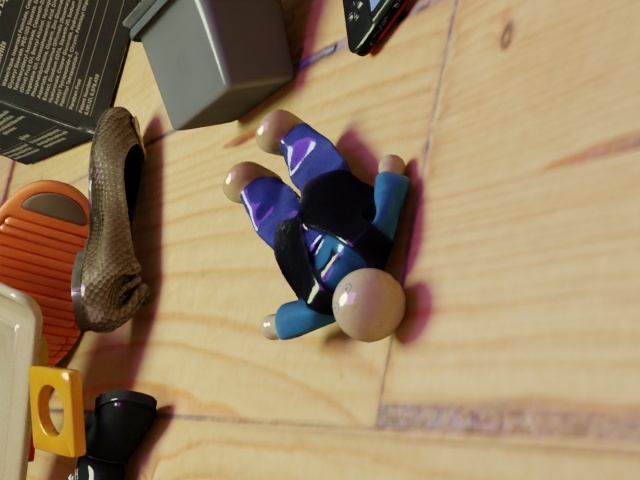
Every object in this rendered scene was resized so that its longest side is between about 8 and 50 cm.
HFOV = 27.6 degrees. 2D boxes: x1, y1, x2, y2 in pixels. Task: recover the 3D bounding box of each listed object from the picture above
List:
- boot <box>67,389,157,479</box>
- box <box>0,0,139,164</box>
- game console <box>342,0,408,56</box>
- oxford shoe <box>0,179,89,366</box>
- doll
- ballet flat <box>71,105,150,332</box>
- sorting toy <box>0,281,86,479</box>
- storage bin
[{"bbox_3d":[-0.155,0.170,0.948,0.121,0.045,0.099,-42,39,55],"label":"boot"},{"bbox_3d":[-0.406,-0.226,1.427,0.343,0.312,0.179,-4,70,64],"label":"box"},{"bbox_3d":[0.021,-0.205,0.765,0.144,0.085,0.124,-52,31,40],"label":"game console"},{"bbox_3d":[-0.309,0.082,1.245,0.364,0.130,0.133,-62,20,23],"label":"oxford shoe"},{"bbox_3d":[0.000,0.000,0.721,0.129,0.046,0.189,-56,33,13],"label":"doll"},{"bbox_3d":[-0.166,-0.023,1.098,0.250,0.058,0.084,-91,-6,-47],"label":"ballet flat"},{"bbox_3d":[-0.271,0.117,1.068,0.347,0.047,0.196,17,107,48],"label":"sorting toy"},{"bbox_3d":[-0.069,-0.138,0.927,0.135,0.098,0.091,-23,81,59],"label":"storage bin"}]
